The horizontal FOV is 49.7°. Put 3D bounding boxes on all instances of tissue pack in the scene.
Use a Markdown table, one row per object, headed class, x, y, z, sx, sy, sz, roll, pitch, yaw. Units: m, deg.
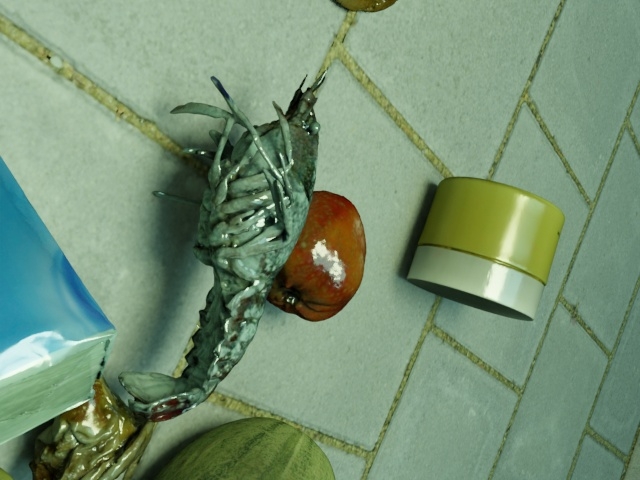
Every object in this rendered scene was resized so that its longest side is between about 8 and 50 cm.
| class | x | y | z | sx | sy | sz | roll | pitch | yaw |
| --- | --- | --- | --- | --- | --- | --- | --- | --- | --- |
| tissue pack | -0.304 | 0.026 | 0.488 | 0.198 | 0.263 | 0.146 | -25 | 161 | -40 |

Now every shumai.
| class | x | y | z | sx | sy | sz | roll | pitch | yaw |
| --- | --- | --- | --- | --- | --- | --- | --- | --- | --- |
| shumai | -0.251 | 0.196 | 0.731 | 0.145 | 0.145 | 0.116 | -37 | 104 | -35 |

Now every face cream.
| class | x | y | z | sx | sy | sz | roll | pitch | yaw |
| --- | --- | --- | --- | --- | --- | --- | --- | --- | --- |
| face cream | 0.274 | 0.015 | 1.152 | 0.218 | 0.218 | 0.179 | 26 | 80 | -48 |

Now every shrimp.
| class | x | y | z | sx | sy | sz | roll | pitch | yaw |
| --- | --- | --- | --- | --- | --- | --- | --- | --- | --- |
| shrimp | -0.098 | -0.007 | 0.749 | 0.166 | 0.221 | 0.410 | 13 | 87 | -29 |

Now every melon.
| class | x | y | z | sx | sy | sz | roll | pitch | yaw |
| --- | --- | --- | --- | --- | --- | --- | --- | --- | --- |
| melon | -0.107 | 0.368 | 0.822 | 0.329 | 0.248 | 0.248 | -57 | 136 | -33 |

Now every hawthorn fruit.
| class | x | y | z | sx | sy | sz | roll | pitch | yaw |
| --- | --- | --- | --- | --- | --- | --- | --- | --- | --- |
| hawthorn fruit | 0.000 | 0.000 | 0.916 | 0.162 | 0.162 | 0.203 | 60 | 42 | -38 |

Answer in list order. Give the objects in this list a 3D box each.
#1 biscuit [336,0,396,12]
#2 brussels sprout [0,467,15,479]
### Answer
| class | x | y | z | sx | sy | sz | roll | pitch | yaw |
| --- | --- | --- | --- | --- | --- | --- | --- | --- | --- |
| biscuit | 0.071 | -0.422 | 0.940 | 0.226 | 0.042 | 0.226 | -15 | 110 | -45 |
| brussels sprout | -0.337 | 0.290 | 0.551 | 0.259 | 0.294 | 0.227 | 41 | 41 | -23 |
